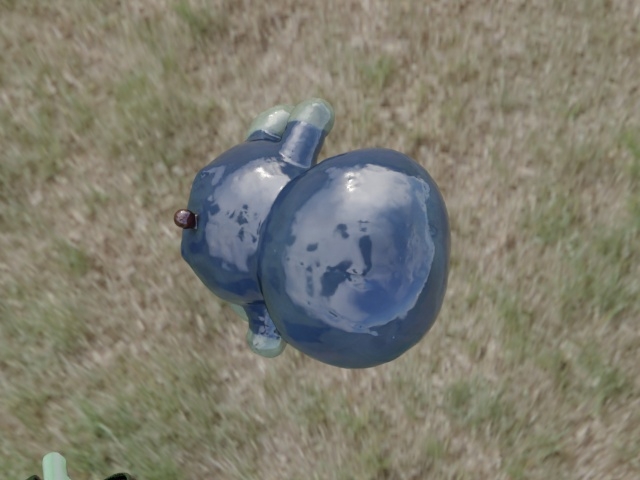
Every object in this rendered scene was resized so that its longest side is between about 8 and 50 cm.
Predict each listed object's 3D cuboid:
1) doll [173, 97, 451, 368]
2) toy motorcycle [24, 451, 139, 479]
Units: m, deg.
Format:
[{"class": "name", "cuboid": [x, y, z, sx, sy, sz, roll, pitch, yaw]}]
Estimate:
[{"class": "doll", "cuboid": [0.000, 0.000, 1.289, 0.258, 0.154, 0.228, 17, 98, 35]}, {"class": "toy motorcycle", "cuboid": [-0.239, 0.316, 1.308, 0.196, 0.331, 0.125, -36, 107, 18]}]
